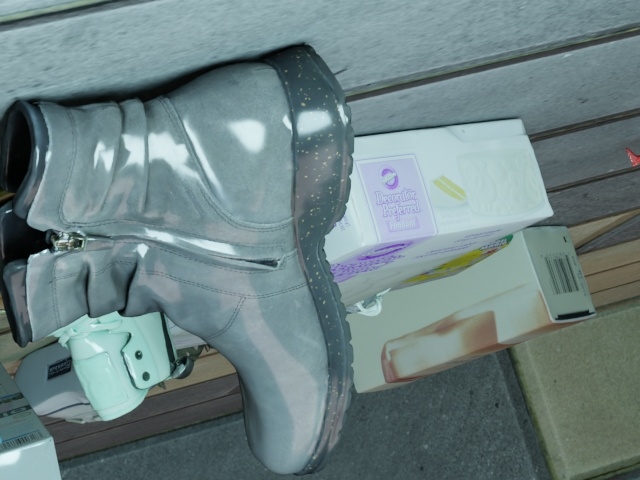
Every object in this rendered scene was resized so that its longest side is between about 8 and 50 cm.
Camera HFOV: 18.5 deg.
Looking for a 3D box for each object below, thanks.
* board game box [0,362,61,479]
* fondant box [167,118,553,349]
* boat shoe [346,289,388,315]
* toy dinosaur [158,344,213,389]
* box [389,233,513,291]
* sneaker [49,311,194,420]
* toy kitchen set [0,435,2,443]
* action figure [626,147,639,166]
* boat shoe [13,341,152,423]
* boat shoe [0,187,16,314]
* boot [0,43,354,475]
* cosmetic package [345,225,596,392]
[{"bbox_3d":[-0.398,0.230,1.997,0.224,0.097,0.303,-15,-163,-15],"label":"board game box"},{"bbox_3d":[0.000,0.000,1.708,0.238,0.096,0.330,-9,167,-43],"label":"fondant box"},{"bbox_3d":[0.036,0.033,1.966,0.319,0.099,0.116,-23,169,34],"label":"boat shoe"},{"bbox_3d":[-0.150,0.115,2.259,0.268,0.064,0.118,-13,157,-12],"label":"toy dinosaur"},{"bbox_3d":[0.141,0.013,2.250,0.105,0.043,0.179,-13,173,-23],"label":"box"},{"bbox_3d":[-0.194,0.069,1.567,0.094,0.151,0.256,-20,170,29],"label":"sneaker"},{"bbox_3d":[-0.390,0.146,1.760,0.207,0.122,0.166,-14,171,-24],"label":"toy kitchen set"},{"bbox_3d":[0.359,-0.110,1.949,0.115,0.030,0.038,-24,176,10],"label":"action figure"},{"bbox_3d":[-0.229,0.149,2.106,0.088,0.096,0.267,21,150,-35],"label":"boat shoe"},{"bbox_3d":[-0.126,-0.009,1.343,0.307,0.110,0.104,-16,172,-9],"label":"boat shoe"},{"bbox_3d":[-0.100,0.033,1.268,0.223,0.338,0.118,-15,-144,-19],"label":"boot"},{"bbox_3d":[0.181,0.089,2.515,0.296,0.129,0.153,-22,172,30],"label":"cosmetic package"}]
